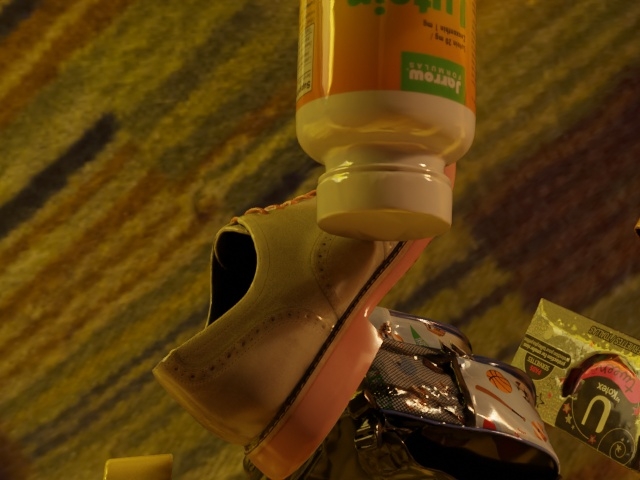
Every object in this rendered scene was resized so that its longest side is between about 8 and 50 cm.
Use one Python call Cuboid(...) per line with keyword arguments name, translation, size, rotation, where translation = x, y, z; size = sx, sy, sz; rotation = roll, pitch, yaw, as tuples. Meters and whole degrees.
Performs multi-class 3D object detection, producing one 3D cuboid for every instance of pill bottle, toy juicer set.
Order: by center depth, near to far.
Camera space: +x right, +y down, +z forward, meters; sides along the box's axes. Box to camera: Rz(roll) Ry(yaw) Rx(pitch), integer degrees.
Cuboid(name="pill bottle", translation=(0.050, -0.129, 0.994), size=(0.136, 0.136, 0.245), rotation=(-4, 76, 24))
Cuboid(name="toy juicer set", translation=(-0.174, 0.351, 1.257), size=(0.090, 0.329, 0.209), rotation=(5, 60, -8))

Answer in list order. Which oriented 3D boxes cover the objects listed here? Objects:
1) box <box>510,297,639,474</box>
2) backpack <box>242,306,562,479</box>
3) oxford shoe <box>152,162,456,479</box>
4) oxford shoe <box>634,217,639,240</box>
Cuboid(name="box", translation=(0.361, 0.187, 1.558), size=(0.247, 0.163, 0.142), rotation=(25, 91, 56))
Cuboid(name="backpack", translation=(0.082, 0.201, 1.239), size=(0.263, 0.213, 0.276), rotation=(18, 133, -19))
Cuboid(name="oxford shoe", translation=(0.000, 0.000, 1.068), size=(0.146, 0.397, 0.140), rotation=(34, 136, -7))
Cuboid(name="oxford shoe", translation=(0.370, 0.054, 1.283), size=(0.212, 0.076, 0.076), rotation=(57, 157, -10))
